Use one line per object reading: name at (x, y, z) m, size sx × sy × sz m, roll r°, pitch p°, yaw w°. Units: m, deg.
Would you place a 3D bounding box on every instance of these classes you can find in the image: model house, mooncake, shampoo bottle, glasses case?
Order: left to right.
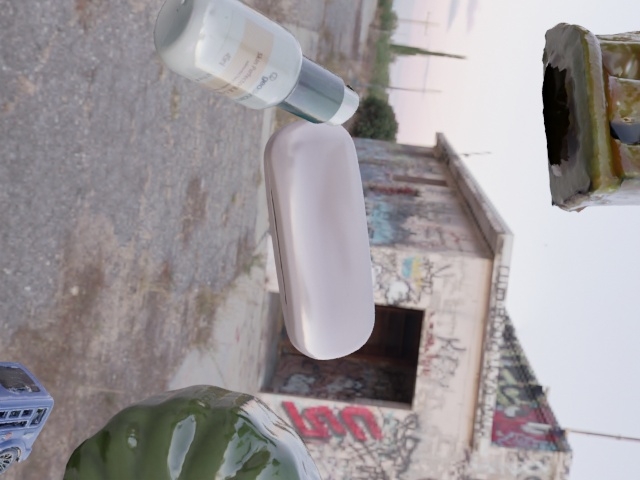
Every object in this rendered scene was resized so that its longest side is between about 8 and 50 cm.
mooncake at (-0.156, 0.355, 0.912) m, size 0.187 × 0.351 × 0.351 m, roll 47°, pitch 49°, yaw -81°
shampoo bottle at (-0.043, -0.141, 0.600) m, size 0.074 × 0.192 × 0.074 m, roll -18°, pitch -117°, yaw 39°
glasses case at (0.000, 0.000, 0.891) m, size 0.075 × 0.113 × 0.296 m, roll 10°, pitch -71°, yaw 65°
model house at (0.353, -0.129, 0.727) m, size 0.173 × 0.239 × 0.268 m, roll 77°, pitch 16°, yaw -66°

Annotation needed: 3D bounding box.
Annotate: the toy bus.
toy bus at (-0.491, 0.223, 0.914) m, size 0.133 × 0.125 × 0.292 m, roll -56°, pitch 155°, yaw 6°
